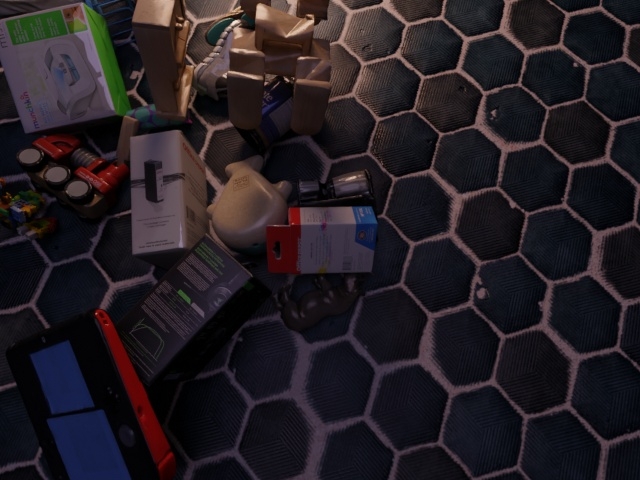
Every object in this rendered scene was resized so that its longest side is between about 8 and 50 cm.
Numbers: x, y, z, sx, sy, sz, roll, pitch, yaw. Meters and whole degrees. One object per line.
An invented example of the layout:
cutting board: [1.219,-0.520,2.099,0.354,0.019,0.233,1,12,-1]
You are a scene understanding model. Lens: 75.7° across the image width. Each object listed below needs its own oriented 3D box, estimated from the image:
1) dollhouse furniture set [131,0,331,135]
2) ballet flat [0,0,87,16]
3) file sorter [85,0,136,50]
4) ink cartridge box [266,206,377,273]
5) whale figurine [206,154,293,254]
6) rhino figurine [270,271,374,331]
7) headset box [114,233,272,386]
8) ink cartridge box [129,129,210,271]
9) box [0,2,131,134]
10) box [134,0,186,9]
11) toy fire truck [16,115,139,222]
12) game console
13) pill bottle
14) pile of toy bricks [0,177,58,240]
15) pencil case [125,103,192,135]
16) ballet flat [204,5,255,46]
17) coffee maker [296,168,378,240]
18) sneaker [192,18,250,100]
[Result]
dollhouse furniture set: [-0.179,-0.407,0.938,0.395,0.256,0.361,4,65,-9]
ballet flat: [-0.855,-0.714,1.159,0.401,0.139,0.139,9,76,4]
file sorter: [-0.577,-0.647,1.140,0.105,0.118,0.170,-23,76,-8]
ink cartridge box: [0.000,0.000,0.906,0.231,0.134,0.078,0,34,-4]
whale figurine: [-0.162,-0.083,0.988,0.217,0.141,0.271,-19,52,4]
rhino figurine: [0.013,0.125,0.942,0.244,0.073,0.106,-23,72,-5]
headset box: [-0.244,0.142,0.858,0.131,0.246,0.283,40,79,12]
ink cartridge box: [-0.336,-0.082,0.942,0.114,0.197,0.272,-7,75,0]
box: [-0.637,-0.416,1.032,0.232,0.127,0.261,-12,102,-2]
box: [-0.471,-0.745,1.100,0.127,0.232,0.148,-16,75,-2]
toy fire truck: [-0.573,-0.206,1.025,0.217,0.158,0.246,33,59,5]
game console: [-0.453,0.324,0.780,0.387,0.060,0.341,-21,95,32]
pill bottle: [-0.109,-0.335,1.039,0.219,0.123,0.123,-42,78,-9]
pile of toy bricks: [-0.743,-0.096,1.021,0.213,0.117,0.105,24,39,18]
pencil case: [-0.422,-0.321,1.075,0.152,0.070,0.064,-13,40,1]
ballet flat: [-0.236,-0.611,1.153,0.206,0.073,0.067,-31,49,-9]
coffee maker: [0.038,-0.074,0.968,0.179,0.120,0.171,-10,76,0]
sneaker: [-0.230,-0.469,1.106,0.132,0.086,0.228,37,90,5]
